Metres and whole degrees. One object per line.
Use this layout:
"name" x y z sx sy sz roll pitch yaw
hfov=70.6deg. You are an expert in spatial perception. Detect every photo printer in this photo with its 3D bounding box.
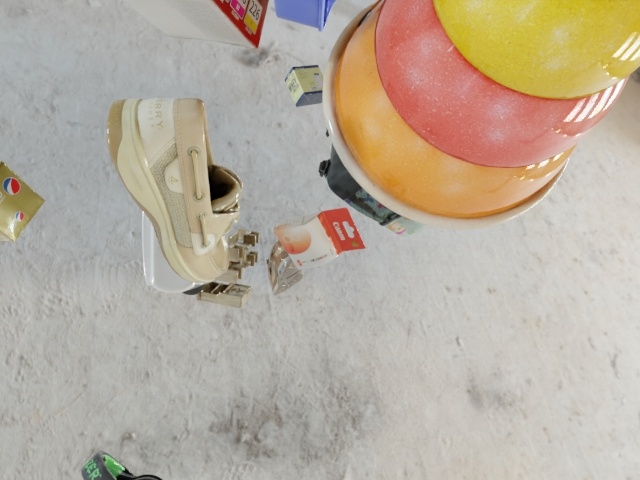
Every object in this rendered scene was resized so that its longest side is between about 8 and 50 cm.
"photo printer" -0.266 -0.030 0.889 0.107 0.307 0.255 -1 87 -9

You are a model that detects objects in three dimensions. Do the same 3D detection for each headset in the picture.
"headset" -0.375 0.621 1.051 0.185 0.243 0.394 -43 109 -27

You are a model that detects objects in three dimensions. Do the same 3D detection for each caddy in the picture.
"caddy" -0.009 -0.684 1.127 0.179 0.341 0.241 12 88 -1

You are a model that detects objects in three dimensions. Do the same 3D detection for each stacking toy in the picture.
"stacking toy" 0.201 -0.224 0.419 0.351 0.480 0.350 1 78 -7

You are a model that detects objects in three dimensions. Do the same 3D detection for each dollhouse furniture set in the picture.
"dollhouse furniture set" -0.322 0.089 1.537 0.161 0.242 0.212 9 18 9

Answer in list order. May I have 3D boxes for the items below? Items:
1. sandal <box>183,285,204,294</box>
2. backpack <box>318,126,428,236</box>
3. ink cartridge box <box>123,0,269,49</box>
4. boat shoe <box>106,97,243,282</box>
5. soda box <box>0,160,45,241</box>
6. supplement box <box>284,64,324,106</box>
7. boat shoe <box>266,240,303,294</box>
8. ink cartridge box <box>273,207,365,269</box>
"sandal" -0.284 0.080 1.104 0.067 0.179 0.040 15 34 -33
"backpack" 0.151 -0.135 0.814 0.253 0.191 0.225 34 51 -37
"ink cartridge box" -0.138 -0.367 0.387 0.130 0.271 0.309 14 3 14
"boat shoe" -0.139 -0.041 0.531 0.098 0.302 0.109 -8 57 -2
"soda box" -0.390 -0.040 0.479 0.181 0.061 0.058 2 54 22
"supplement box" -0.035 -0.404 1.181 0.083 0.056 0.083 -19 81 -31
"boat shoe" -0.132 0.095 1.597 0.123 0.324 0.116 -27 72 -26
"ink cartridge box" 0.000 0.000 1.067 0.045 0.179 0.145 -77 149 -41
